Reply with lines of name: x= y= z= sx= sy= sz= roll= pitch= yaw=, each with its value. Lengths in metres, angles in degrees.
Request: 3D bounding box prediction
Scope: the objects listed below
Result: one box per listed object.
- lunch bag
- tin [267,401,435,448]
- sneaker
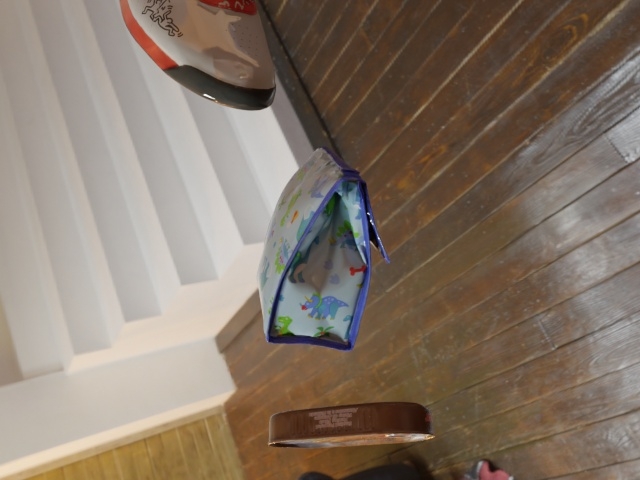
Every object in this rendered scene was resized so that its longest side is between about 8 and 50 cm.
lunch bag: x=0.000 y=0.000 z=0.484 sx=0.129 sy=0.096 sz=0.151 roll=-119 pitch=38 yaw=-67
tin: x=0.031 y=0.208 z=0.608 sx=0.190 sy=0.106 sz=0.040 roll=-11 pitch=67 yaw=19
sneaker: x=-0.091 y=-0.230 z=0.400 sx=0.145 sy=0.090 sz=0.270 roll=-53 pitch=57 yaw=35
